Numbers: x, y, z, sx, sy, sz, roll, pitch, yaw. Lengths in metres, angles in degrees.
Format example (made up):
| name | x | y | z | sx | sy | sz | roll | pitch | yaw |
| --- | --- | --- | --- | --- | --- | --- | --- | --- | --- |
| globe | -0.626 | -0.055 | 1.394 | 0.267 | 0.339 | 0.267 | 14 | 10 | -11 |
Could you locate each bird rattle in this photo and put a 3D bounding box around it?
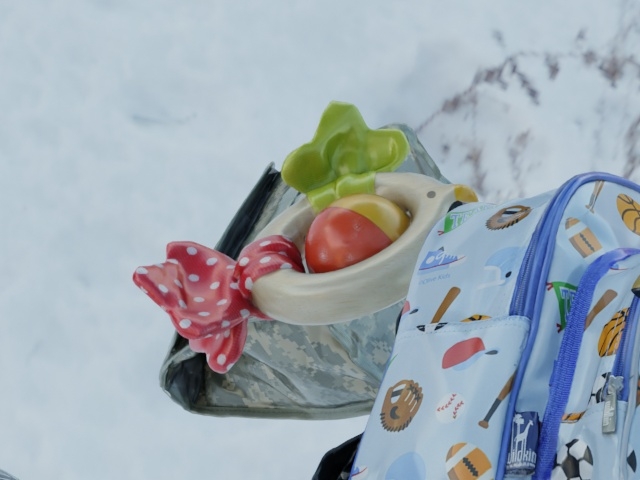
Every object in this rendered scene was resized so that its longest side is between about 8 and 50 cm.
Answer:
| name | x | y | z | sx | sy | sz | roll | pitch | yaw |
| --- | --- | --- | --- | --- | --- | --- | --- | --- | --- |
| bird rattle | 0.000 | 0.000 | 1.146 | 0.207 | 0.143 | 0.253 | 5 | 29 | 46 |

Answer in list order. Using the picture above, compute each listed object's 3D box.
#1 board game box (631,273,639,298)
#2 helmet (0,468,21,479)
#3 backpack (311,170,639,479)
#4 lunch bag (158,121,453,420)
| name | x | y | z | sx | sy | sz | roll | pitch | yaw |
| --- | --- | --- | --- | --- | --- | --- | --- | --- | --- |
| board game box | 0.198 | -0.076 | 0.489 | 0.042 | 0.165 | 0.243 | 34 | 86 | 1 |
| helmet | -0.182 | 0.188 | 0.731 | 0.169 | 0.169 | 0.161 | 38 | 71 | 15 |
| backpack | 0.146 | 0.097 | 0.843 | 0.276 | 0.213 | 0.263 | 40 | 45 | -40 |
| lunch bag | -0.020 | 0.041 | 1.469 | 0.169 | 0.287 | 0.235 | 47 | 51 | -24 |
